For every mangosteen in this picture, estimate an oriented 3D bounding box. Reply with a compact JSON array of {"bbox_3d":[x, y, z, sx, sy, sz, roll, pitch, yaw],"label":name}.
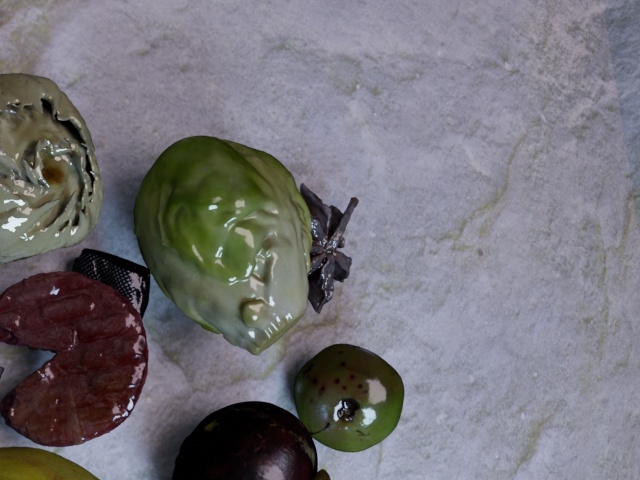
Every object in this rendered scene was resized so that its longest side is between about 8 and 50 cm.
[{"bbox_3d":[-0.078,0.349,1.406,0.228,0.265,0.228,-60,166,-25],"label":"mangosteen"}]

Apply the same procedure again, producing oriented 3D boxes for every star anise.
[{"bbox_3d":[0.000,-0.001,1.704,0.209,0.089,0.231,42,64,-44],"label":"star anise"}]

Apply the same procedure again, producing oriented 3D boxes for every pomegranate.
[{"bbox_3d":[0.058,0.257,1.653,0.210,0.179,0.179,3,78,-60],"label":"pomegranate"}]

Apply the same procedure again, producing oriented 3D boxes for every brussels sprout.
[{"bbox_3d":[-0.128,-0.004,1.421,0.317,0.242,0.274,59,0,-16],"label":"brussels sprout"}]

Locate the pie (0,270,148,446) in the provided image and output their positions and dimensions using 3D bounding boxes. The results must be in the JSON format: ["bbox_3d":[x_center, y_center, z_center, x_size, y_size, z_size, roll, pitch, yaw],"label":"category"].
[{"bbox_3d":[-0.318,0.148,1.260,0.054,0.204,0.219,117,-26,-85],"label":"pie"}]

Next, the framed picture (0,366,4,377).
[{"bbox_3d":[-0.530,0.198,1.093,0.324,0.013,0.244,33,66,-39],"label":"framed picture"}]

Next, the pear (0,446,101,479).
[{"bbox_3d":[-0.326,0.387,1.104,0.304,0.304,0.304,14,71,-46],"label":"pear"}]

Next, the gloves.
[{"bbox_3d":[-0.295,0.112,1.340,0.129,0.106,0.181,19,91,-4],"label":"gloves"}]

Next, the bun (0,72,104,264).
[{"bbox_3d":[-0.377,-0.096,1.257,0.259,0.152,0.259,10,76,-46],"label":"bun"}]
